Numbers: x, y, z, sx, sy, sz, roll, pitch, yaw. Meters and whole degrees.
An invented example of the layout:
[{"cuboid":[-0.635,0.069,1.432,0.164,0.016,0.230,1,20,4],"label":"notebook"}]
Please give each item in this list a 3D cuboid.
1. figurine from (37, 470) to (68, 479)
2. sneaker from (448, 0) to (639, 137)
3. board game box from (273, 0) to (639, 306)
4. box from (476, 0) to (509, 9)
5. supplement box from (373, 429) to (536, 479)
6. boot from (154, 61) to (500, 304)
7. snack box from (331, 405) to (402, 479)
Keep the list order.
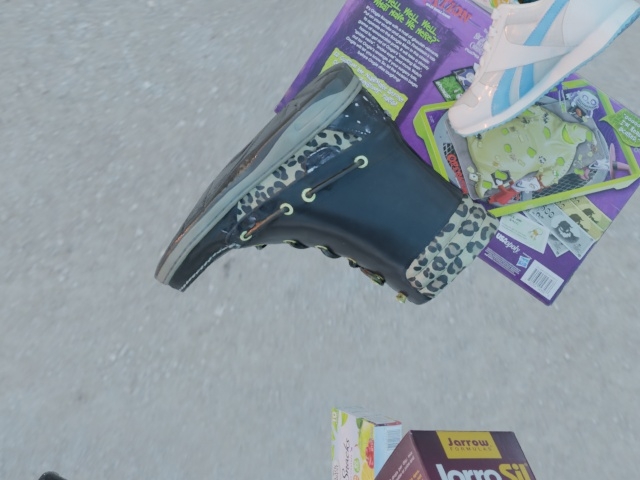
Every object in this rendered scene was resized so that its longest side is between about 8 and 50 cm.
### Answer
[{"cuboid":[-0.316,0.446,1.818,0.209,0.092,0.215,24,83,6],"label":"figurine"},{"cuboid":[0.191,-0.178,1.265,0.092,0.087,0.229,50,133,-1],"label":"sneaker"},{"cuboid":[0.150,-0.117,1.383,0.347,0.056,0.208,36,106,5],"label":"board game box"},{"cuboid":[0.190,-0.362,1.619,0.114,0.203,0.103,-41,138,-16],"label":"box"},{"cuboid":[0.123,0.240,1.033,0.104,0.188,0.081,4,134,-28],"label":"supplement box"},{"cuboid":[0.000,0.000,1.041,0.178,0.085,0.236,40,118,-11],"label":"boot"},{"cuboid":[0.048,0.253,1.452,0.037,0.100,0.141,-2,94,-25],"label":"snack box"}]
